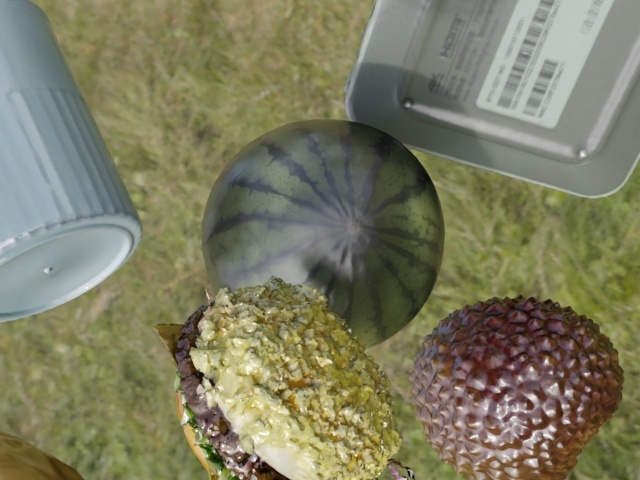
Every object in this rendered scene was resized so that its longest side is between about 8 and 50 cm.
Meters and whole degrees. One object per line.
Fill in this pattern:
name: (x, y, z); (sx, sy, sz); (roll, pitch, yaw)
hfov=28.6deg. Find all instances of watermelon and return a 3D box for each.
watermelon: (0.000, 0.000, 1.461); (0.359, 0.279, 0.279); (144, 139, -73)

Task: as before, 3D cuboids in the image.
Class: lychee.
lychee: (0.242, 0.189, 1.604); (0.267, 0.267, 0.267); (-28, 52, 43)

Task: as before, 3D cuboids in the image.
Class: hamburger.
hamburger: (-0.020, 0.144, 1.123); (0.138, 0.261, 0.243); (-40, 57, 26)

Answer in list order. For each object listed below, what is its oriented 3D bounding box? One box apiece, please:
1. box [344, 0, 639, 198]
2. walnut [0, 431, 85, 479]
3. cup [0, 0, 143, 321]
box: (0.258, -0.262, 1.555); (0.111, 0.396, 0.396); (-81, 7, -52)
walnut: (-0.166, 0.144, 0.464); (0.159, 0.206, 0.159); (-178, 90, -67)
cup: (-0.380, -0.099, 1.451); (0.256, 0.331, 0.311); (-27, 73, -6)
